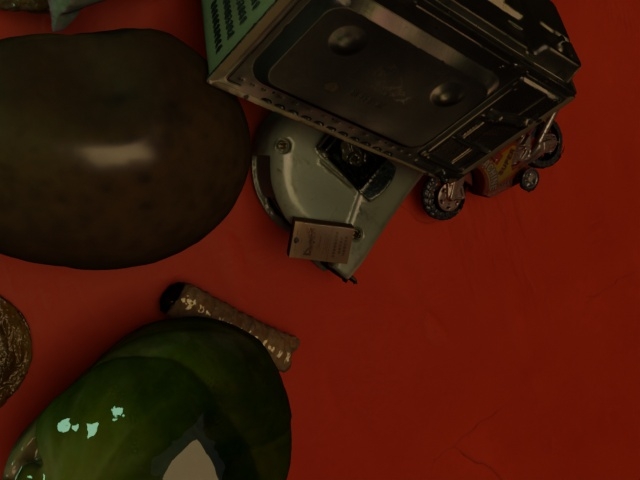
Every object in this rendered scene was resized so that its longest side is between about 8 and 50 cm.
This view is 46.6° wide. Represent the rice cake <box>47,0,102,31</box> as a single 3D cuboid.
[{"bbox_3d":[-0.217,-0.320,0.882,0.051,0.081,0.290,38,42,7],"label":"rice cake"}]

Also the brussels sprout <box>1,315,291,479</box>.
[{"bbox_3d":[-0.201,0.262,0.911,0.355,0.281,0.289,-17,103,-13],"label":"brussels sprout"}]

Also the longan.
[{"bbox_3d":[-0.252,-0.103,0.843,0.350,0.288,0.288,-3,98,-25],"label":"longan"}]

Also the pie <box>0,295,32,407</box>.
[{"bbox_3d":[-0.414,0.157,0.925,0.092,0.034,0.169,34,75,-24],"label":"pie"}]

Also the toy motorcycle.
[{"bbox_3d":[0.274,-0.150,1.192,0.298,0.089,0.171,-28,107,-21],"label":"toy motorcycle"}]

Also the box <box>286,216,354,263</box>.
[{"bbox_3d":[0.000,0.000,0.997,0.083,0.024,0.053,9,108,-10],"label":"box"}]

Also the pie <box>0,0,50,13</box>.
[{"bbox_3d":[-0.330,-0.364,0.868,0.179,0.084,0.205,41,83,-11],"label":"pie"}]

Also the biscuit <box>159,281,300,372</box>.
[{"bbox_3d":[-0.123,0.121,1.051,0.219,0.055,0.061,33,71,-26],"label":"biscuit"}]

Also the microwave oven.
[{"bbox_3d":[0.082,-0.301,0.904,0.394,0.247,0.332,16,49,-37],"label":"microwave oven"}]

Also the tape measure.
[{"bbox_3d":[0.027,-0.099,1.058,0.246,0.125,0.243,40,78,-25],"label":"tape measure"}]
